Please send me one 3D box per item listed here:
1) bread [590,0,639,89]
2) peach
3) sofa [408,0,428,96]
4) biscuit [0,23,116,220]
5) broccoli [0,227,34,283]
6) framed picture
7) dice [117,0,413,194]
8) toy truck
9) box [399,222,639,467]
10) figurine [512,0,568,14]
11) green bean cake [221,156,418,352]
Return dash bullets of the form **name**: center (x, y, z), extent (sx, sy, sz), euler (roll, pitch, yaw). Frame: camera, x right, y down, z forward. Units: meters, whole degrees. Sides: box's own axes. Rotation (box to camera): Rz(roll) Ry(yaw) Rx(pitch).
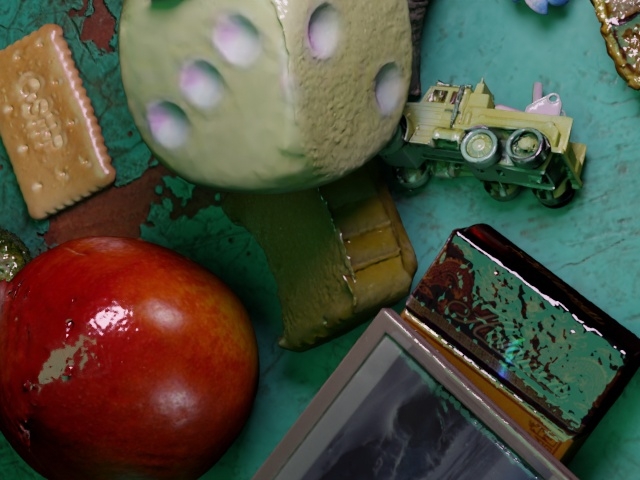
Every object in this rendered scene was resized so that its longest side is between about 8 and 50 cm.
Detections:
- **bread**: center (0.416, -0.279, 1.648), extent (0.222, 0.096, 0.181), euler (-28, 81, 26)
- **peach**: center (-0.260, 0.163, 1.848), extent (0.370, 0.370, 0.370), euler (2, 94, 25)
- **sofa**: center (0.067, -0.328, 1.820), extent (0.210, 0.176, 0.225), euler (20, 72, 23)
- **biscuit**: center (-0.391, -0.167, 2.069), extent (0.160, 0.030, 0.249), euler (-24, 83, 24)
- **broccoli**: center (-0.517, 0.121, 2.012), extent (0.304, 0.283, 0.321), euler (-19, 103, 15)
- **framed picture**: center (0.066, 0.347, 1.760), extent (0.326, 0.028, 0.446), euler (42, 110, 17)
- **dice**: center (-0.058, -0.207, 1.639), extent (0.252, 0.254, 0.249), euler (9, 122, 33)
- **toy truck**: center (0.188, -0.130, 1.766), extent (0.260, 0.128, 0.135), euler (4, 69, 26)
- **box**: center (0.175, 0.215, 1.779), extent (0.264, 0.116, 0.415), euler (39, 109, 19)
- **figurine**: center (0.264, -0.328, 1.737), extent (0.114, 0.079, 0.114), euler (-3, 60, 5)
- **green bean cake**: center (0.000, 0.000, 1.821), extent (0.233, 0.124, 0.236), euler (-33, 77, 56)
